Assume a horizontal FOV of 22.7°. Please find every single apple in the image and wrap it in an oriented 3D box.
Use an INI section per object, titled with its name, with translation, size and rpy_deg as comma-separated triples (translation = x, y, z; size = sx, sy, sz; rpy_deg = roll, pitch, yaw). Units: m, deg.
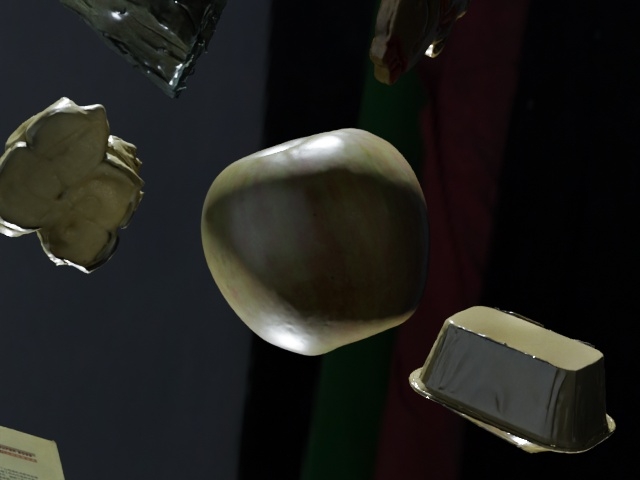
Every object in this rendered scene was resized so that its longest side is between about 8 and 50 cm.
[apple]
translation = 0.000, 0.000, 1.781
size = 0.257, 0.257, 0.234
rpy_deg = -4, -70, 66

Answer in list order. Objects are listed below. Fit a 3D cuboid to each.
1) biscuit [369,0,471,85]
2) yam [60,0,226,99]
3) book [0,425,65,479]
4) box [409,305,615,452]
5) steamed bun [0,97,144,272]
[biscuit]
translation = 0.120, -0.263, 1.742
size = 0.225, 0.036, 0.166
rpy_deg = -45, 148, -45
[yam]
translation = -0.130, -0.206, 0.874
size = 0.154, 0.254, 0.154
rpy_deg = -44, -166, 14
[book]
translation = -0.350, 0.279, 1.759
size = 0.026, 0.161, 0.231
rpy_deg = -58, -150, 19
[box]
translation = 0.167, 0.126, 1.375
size = 0.177, 0.111, 0.111
rpy_deg = 23, -74, 31
[steamed bun]
translation = -0.304, -0.076, 1.896
size = 0.192, 0.177, 0.106
rpy_deg = -63, -152, 1
